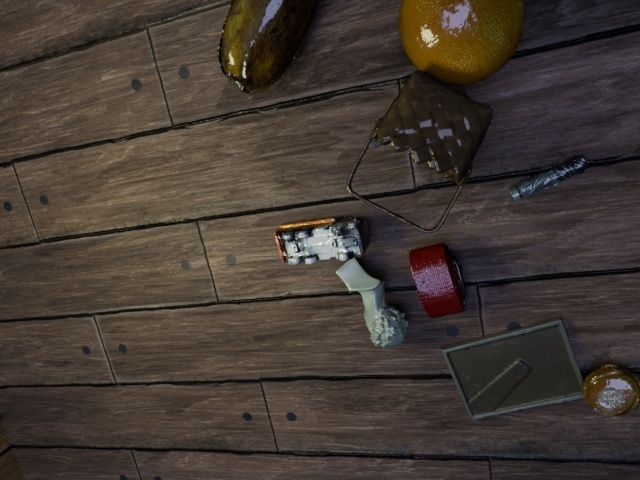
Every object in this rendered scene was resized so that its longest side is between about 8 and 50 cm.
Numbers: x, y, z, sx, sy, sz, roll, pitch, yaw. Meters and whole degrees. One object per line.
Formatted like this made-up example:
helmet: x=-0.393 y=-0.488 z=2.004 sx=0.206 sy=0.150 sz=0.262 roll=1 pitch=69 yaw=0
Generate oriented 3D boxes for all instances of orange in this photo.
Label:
orange: x=0.307 y=-0.480 z=1.110 sx=0.274 sy=0.274 sz=0.274 roll=5 pitch=108 yaw=15

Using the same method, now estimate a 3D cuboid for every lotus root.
lotus root: x=-0.127 y=-0.556 z=1.260 sx=0.195 sy=0.179 sz=0.398 roll=34 pitch=114 yaw=2

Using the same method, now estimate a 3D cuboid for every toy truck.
toy truck: x=0.000 y=0.000 z=1.431 sx=0.270 sy=0.135 sz=0.114 roll=-6 pitch=108 yaw=23

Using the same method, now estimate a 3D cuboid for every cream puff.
cream puff: x=0.763 y=0.391 z=1.336 sx=0.126 sy=0.103 sz=0.144 roll=42 pitch=114 yaw=15

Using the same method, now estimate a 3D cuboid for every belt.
belt: x=0.324 y=0.107 z=1.364 sx=0.124 sy=0.128 sz=0.201 roll=-16 pitch=101 yaw=22

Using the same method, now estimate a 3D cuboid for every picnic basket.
picnic basket: x=0.233 y=-0.204 z=1.204 sx=0.254 sy=0.291 sz=0.321 roll=28 pitch=101 yaw=6

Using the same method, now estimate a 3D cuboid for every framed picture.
framed picture: x=0.545 y=0.370 z=1.438 sx=0.335 sy=0.022 sz=0.247 roll=-21 pitch=101 yaw=21

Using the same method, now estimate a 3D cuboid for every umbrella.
umbrella: x=0.561 y=-0.153 z=1.258 sx=0.188 sy=0.050 sz=0.046 roll=-29 pitch=117 yaw=22

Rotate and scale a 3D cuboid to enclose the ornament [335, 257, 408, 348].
ornament: x=0.152 y=0.172 z=1.438 sx=0.120 sy=0.130 sz=0.285 roll=-28 pitch=97 yaw=9
